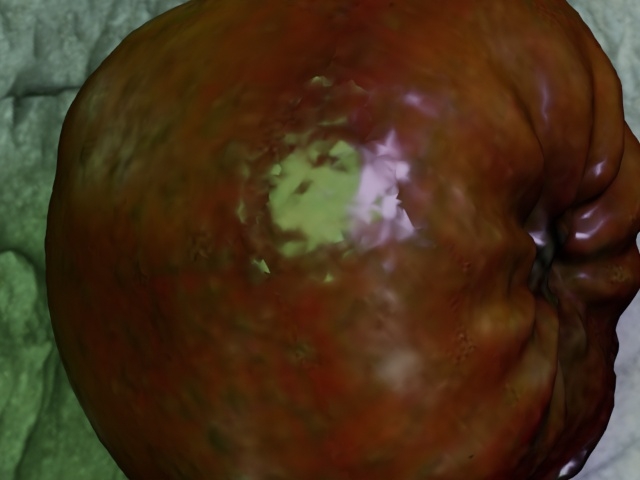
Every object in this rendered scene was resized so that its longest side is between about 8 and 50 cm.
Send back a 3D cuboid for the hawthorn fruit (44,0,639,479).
[{"bbox_3d":[0.000,0.000,1.084,0.403,0.403,0.402,-5,65,11],"label":"hawthorn fruit"}]
